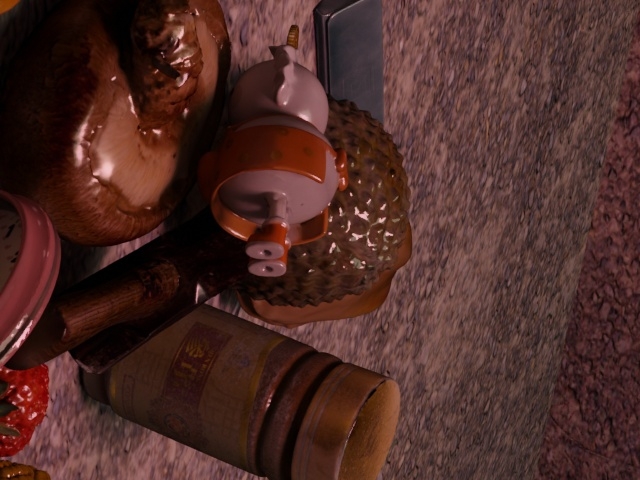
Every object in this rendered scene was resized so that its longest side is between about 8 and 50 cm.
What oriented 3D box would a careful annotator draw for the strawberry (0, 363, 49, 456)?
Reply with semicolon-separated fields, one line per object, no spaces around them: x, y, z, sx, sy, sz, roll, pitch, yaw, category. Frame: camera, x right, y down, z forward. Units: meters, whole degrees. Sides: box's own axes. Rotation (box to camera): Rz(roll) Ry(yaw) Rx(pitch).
-0.308;0.149;1.887;0.148;0.131;0.131;14;96;-60;strawberry

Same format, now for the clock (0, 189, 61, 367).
-0.318;0.057;1.641;0.056;0.244;0.244;50;59;-36;clock

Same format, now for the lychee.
-0.019;-0.041;2.222;0.255;0.274;0.255;-29;141;-26;lychee

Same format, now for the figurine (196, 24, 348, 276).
-0.034;-0.093;1.919;0.143;0.143;0.271;78;29;-54;figurine

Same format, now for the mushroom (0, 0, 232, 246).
-0.192;-0.133;1.864;0.297;0.163;0.278;-50;161;-44;mushroom

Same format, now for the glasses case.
0.043;-0.204;2.485;0.105;0.056;0.266;-53;153;-36;glasses case

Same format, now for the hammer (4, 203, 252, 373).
-0.198;0.054;1.879;0.242;0.095;0.409;-31;177;16;hammer

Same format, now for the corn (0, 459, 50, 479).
-0.355;0.266;1.923;0.320;0.097;0.097;5;105;-65;corn

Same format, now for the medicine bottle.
-0.088;0.164;2.144;0.151;0.322;0.151;-49;151;-41;medicine bottle

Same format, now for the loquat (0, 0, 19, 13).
-0.281;-0.246;1.595;0.113;0.137;0.137;39;72;-82;loquat

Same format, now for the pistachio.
0.000;0.000;2.449;0.260;0.162;0.213;-16;105;-48;pistachio
